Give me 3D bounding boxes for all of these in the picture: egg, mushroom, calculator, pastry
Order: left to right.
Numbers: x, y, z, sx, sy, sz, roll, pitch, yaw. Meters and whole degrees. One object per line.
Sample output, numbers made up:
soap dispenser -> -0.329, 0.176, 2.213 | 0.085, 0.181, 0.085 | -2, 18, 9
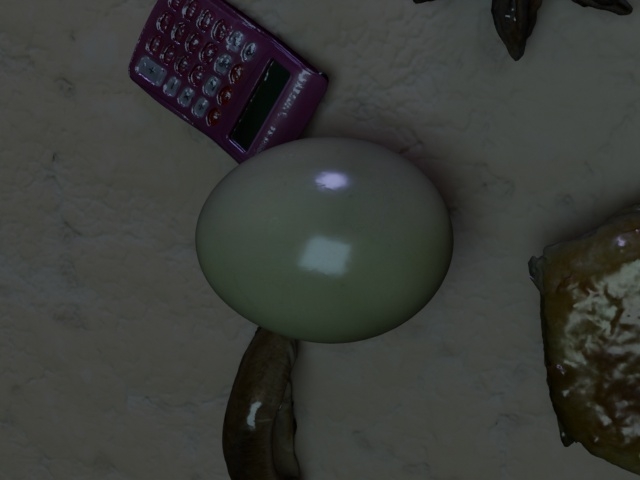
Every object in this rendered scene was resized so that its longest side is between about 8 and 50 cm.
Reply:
calculator -> -0.091, -0.159, 0.994 | 0.190, 0.034, 0.126 | 38, 117, 11
mushroom -> -0.062, 0.190, 1.073 | 0.072, 0.094, 0.209 | 4, 113, 15
egg -> 0.000, 0.000, 0.928 | 0.242, 0.186, 0.185 | -4, 106, 25
pastry -> 0.307, 0.087, 0.887 | 0.236, 0.121, 0.256 | -7, 103, 18

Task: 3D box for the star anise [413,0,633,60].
star anise -> 0.171, -0.266, 0.834 | 0.229, 0.093, 0.236 | -4, 103, 27
